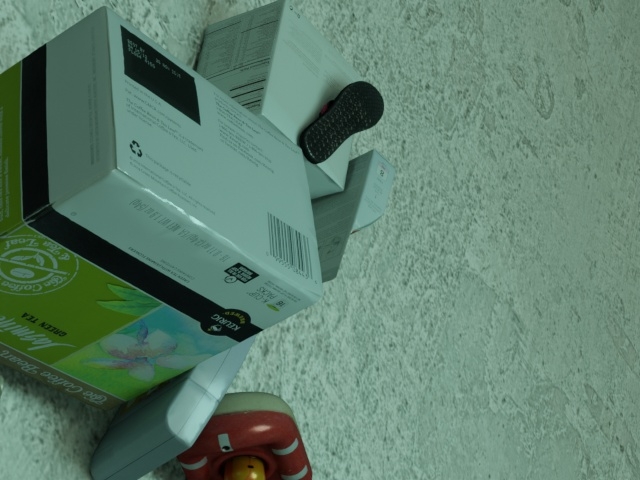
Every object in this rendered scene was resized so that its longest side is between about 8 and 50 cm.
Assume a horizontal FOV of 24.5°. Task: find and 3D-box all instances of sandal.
[{"bbox_3d":[0.022,-0.161,1.997,0.179,0.040,0.067,-41,107,-39],"label":"sandal"}]

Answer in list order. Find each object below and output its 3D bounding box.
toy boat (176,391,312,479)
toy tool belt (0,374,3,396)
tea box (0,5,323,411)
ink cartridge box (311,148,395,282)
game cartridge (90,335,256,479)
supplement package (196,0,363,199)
[{"bbox_3d":[-0.092,0.287,1.770,0.231,0.151,0.151,74,7,-48],"label":"toy boat"},{"bbox_3d":[-0.369,0.178,1.571,0.051,0.052,0.083,11,62,-19],"label":"toy tool belt"},{"bbox_3d":[-0.229,-0.018,1.565,0.329,0.323,0.220,33,38,-44],"label":"tea box"},{"bbox_3d":[0.000,0.000,2.032,0.066,0.189,0.232,37,48,-30],"label":"ink cartridge box"},{"bbox_3d":[-0.153,0.146,1.749,0.062,0.198,0.297,38,44,-12],"label":"game cartridge"},{"bbox_3d":[-0.064,-0.184,2.042,0.194,0.149,0.203,41,47,-40],"label":"supplement package"}]
